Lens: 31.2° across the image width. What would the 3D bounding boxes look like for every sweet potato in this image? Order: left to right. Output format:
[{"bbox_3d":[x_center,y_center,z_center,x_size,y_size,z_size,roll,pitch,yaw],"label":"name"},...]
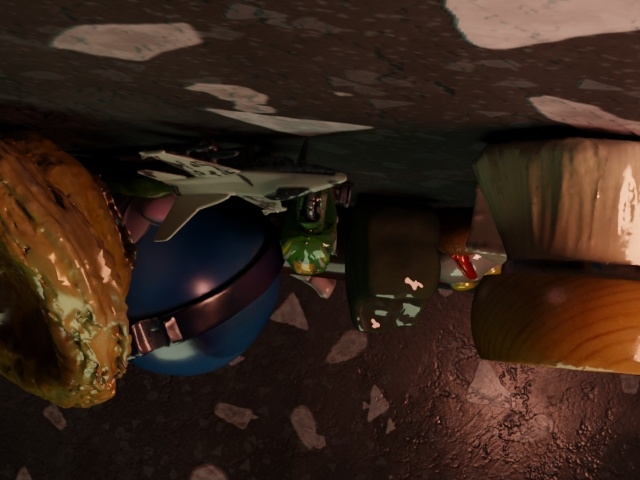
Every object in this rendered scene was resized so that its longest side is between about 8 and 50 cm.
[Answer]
[{"bbox_3d":[0.174,-0.008,1.334,0.055,0.058,0.202,33,163,-31],"label":"sweet potato"}]

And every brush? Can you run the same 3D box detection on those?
[{"bbox_3d":[0.240,0.020,0.873,0.266,0.166,0.174,9,174,-29],"label":"brush"}]

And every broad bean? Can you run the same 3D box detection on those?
[{"bbox_3d":[-0.183,-0.069,1.168,0.256,0.052,0.053,6,135,47],"label":"broad bean"}]

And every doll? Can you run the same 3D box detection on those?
[{"bbox_3d":[-0.192,0.035,1.328,0.309,0.240,0.284,-1,-150,36],"label":"doll"},{"bbox_3d":[0.214,0.026,1.560,0.142,0.076,0.245,-25,170,15],"label":"doll"}]

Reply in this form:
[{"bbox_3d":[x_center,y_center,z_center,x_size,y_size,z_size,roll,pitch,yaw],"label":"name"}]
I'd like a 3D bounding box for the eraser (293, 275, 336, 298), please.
[{"bbox_3d":[-0.052,0.006,1.716,0.204,0.059,0.243,29,-170,6],"label":"eraser"}]

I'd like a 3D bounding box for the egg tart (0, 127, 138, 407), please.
[{"bbox_3d":[-0.295,0.005,1.123,0.352,0.352,0.150,2,-146,48],"label":"egg tart"}]

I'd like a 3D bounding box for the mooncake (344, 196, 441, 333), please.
[{"bbox_3d":[0.082,0.034,1.316,0.104,0.169,0.175,6,-169,-5],"label":"mooncake"}]

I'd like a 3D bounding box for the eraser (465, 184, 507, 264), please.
[{"bbox_3d":[0.323,0.002,1.091,0.343,0.078,0.144,6,175,21],"label":"eraser"}]

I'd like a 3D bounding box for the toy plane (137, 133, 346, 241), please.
[{"bbox_3d":[-0.065,-0.059,0.999,0.234,0.082,0.160,-16,152,39],"label":"toy plane"}]

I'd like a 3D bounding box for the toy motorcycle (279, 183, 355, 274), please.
[{"bbox_3d":[-0.007,-0.013,1.204,0.074,0.106,0.190,7,174,3],"label":"toy motorcycle"}]

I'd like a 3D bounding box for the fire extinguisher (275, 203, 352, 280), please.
[{"bbox_3d":[0.000,0.000,1.479,0.268,0.105,0.105,7,176,8],"label":"fire extinguisher"}]
